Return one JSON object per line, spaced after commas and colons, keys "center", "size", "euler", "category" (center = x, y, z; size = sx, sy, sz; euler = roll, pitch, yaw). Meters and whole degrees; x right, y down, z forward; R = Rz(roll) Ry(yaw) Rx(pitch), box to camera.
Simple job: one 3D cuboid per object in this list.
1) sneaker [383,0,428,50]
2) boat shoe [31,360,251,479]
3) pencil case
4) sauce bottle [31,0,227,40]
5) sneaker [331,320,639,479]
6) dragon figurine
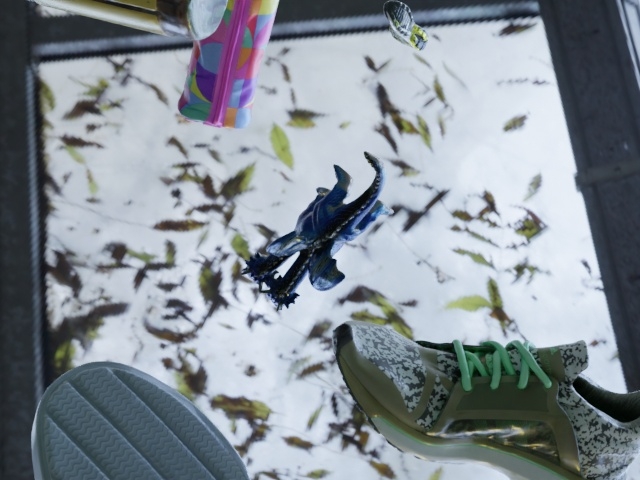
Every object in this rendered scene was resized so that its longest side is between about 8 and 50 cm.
{"center": [0.090, -0.244, 1.242], "size": [0.035, 0.083, 0.031], "euler": [15, -108, 41], "category": "sneaker"}
{"center": [-0.061, 0.204, 0.592], "size": [0.109, 0.094, 0.302], "euler": [-30, -103, -30], "category": "boat shoe"}
{"center": [-0.105, -0.242, 1.271], "size": [0.104, 0.104, 0.236], "euler": [40, -46, 29], "category": "pencil case"}
{"center": [-0.264, -0.294, 1.117], "size": [0.344, 0.111, 0.111], "euler": [17, -99, 14], "category": "sauce bottle"}
{"center": [0.204, 0.152, 1.176], "size": [0.182, 0.410, 0.158], "euler": [-55, -156, 26], "category": "sneaker"}
{"center": [0.000, 0.000, 1.196], "size": [0.085, 0.289, 0.144], "euler": [40, -111, -9], "category": "dragon figurine"}
